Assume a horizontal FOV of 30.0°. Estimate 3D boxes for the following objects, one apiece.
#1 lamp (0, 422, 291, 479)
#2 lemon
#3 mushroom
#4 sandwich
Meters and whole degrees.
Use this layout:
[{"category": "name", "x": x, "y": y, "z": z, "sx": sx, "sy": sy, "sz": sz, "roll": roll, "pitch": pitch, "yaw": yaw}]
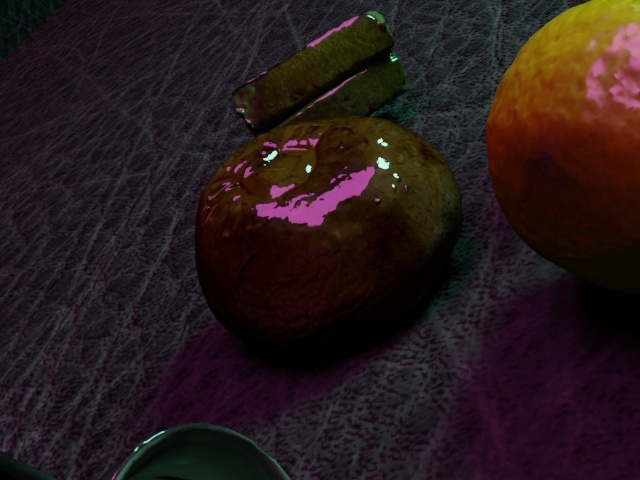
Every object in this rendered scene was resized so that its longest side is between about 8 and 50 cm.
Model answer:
[{"category": "lamp", "x": -0.134, "y": 0.200, "z": 0.687, "sx": 0.227, "sy": 0.147, "sz": 0.172, "roll": -20, "pitch": 48, "yaw": 43}, {"category": "lemon", "x": 0.203, "y": -0.060, "z": 0.716, "sx": 0.188, "sy": 0.188, "sz": 0.256, "roll": -41, "pitch": 24, "yaw": -22}, {"category": "mushroom", "x": -0.007, "y": -0.012, "z": 0.926, "sx": 0.231, "sy": 0.138, "sz": 0.194, "roll": -18, "pitch": 26, "yaw": 27}, {"category": "sandwich", "x": 0.006, "y": -0.155, "z": 1.262, "sx": 0.184, "sy": 0.109, "sz": 0.160, "roll": -29, "pitch": 3, "yaw": 9}]
